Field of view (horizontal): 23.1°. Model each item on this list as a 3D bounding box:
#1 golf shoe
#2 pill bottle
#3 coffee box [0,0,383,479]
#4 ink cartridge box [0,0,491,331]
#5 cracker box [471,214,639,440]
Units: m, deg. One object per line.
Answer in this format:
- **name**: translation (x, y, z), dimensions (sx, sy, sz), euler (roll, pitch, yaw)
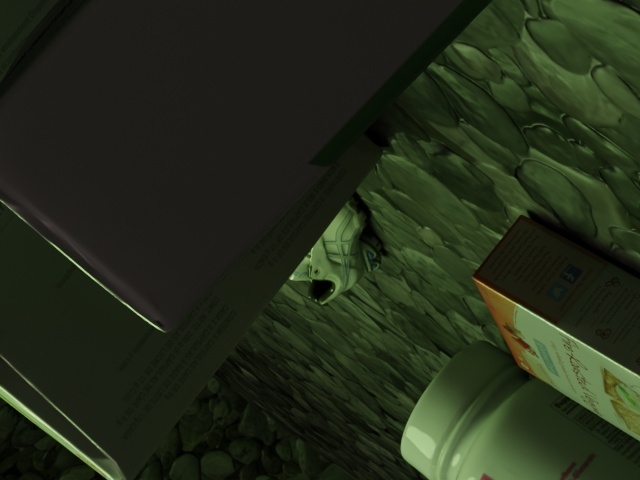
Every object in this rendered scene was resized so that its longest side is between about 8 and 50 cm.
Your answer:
- **golf shoe**: translation (0.000, 0.000, 1.440), dimensions (0.069, 0.086, 0.176), euler (33, 165, 35)
- **pill bottle**: translation (0.220, 0.219, 1.385), dimensions (0.283, 0.160, 0.160), euler (34, 167, 25)
- **coffee box**: translation (-0.222, -0.059, 1.287), dimensions (0.338, 0.337, 0.334), euler (43, 168, -19)
- **ink cartridge box**: translation (-0.044, -0.105, 0.728), dimensions (0.117, 0.201, 0.278), euler (42, -171, -15)
- **cracker box**: translation (0.231, 0.090, 1.118), dimensions (0.232, 0.067, 0.155), euler (31, 166, 33)
